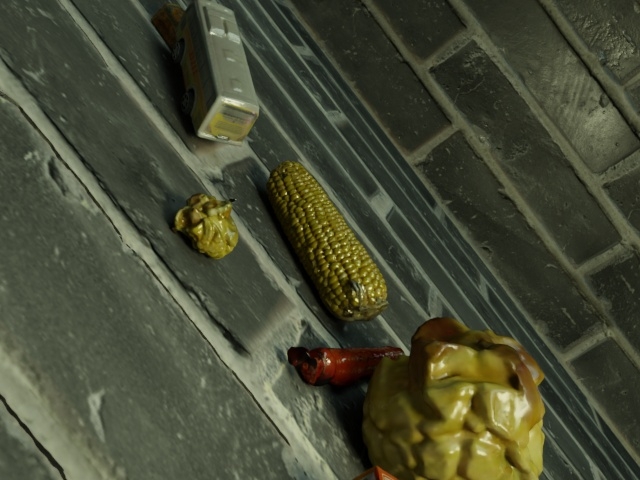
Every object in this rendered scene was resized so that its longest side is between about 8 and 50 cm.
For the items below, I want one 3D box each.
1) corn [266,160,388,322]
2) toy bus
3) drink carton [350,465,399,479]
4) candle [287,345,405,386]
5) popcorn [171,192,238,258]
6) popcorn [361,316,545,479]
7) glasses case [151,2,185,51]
[{"bbox_3d":[0.000,0.000,1.015,0.293,0.106,0.106,56,18,22],"label":"corn"},{"bbox_3d":[-0.166,-0.268,1.022,0.092,0.106,0.268,10,48,-33],"label":"toy bus"},{"bbox_3d":[0.093,0.315,0.655,0.223,0.096,0.071,42,21,-31],"label":"drink carton"},{"bbox_3d":[0.053,0.172,0.904,0.329,0.048,0.051,17,81,-61],"label":"candle"},{"bbox_3d":[-0.126,-0.026,0.775,0.084,0.084,0.084,46,19,-21],"label":"popcorn"},{"bbox_3d":[0.181,0.247,0.841,0.265,0.225,0.332,-64,138,-58],"label":"popcorn"},{"bbox_3d":[-0.206,-0.314,1.154,0.218,0.049,0.075,55,18,6],"label":"glasses case"}]
